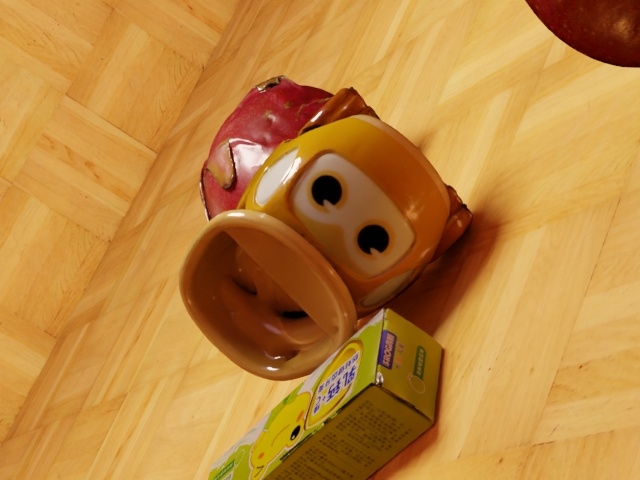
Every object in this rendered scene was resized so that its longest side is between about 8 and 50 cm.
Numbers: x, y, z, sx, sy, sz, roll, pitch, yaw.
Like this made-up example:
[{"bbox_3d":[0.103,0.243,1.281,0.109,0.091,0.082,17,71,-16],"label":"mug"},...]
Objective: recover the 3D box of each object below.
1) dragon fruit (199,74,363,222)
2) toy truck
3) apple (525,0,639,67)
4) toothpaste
[{"bbox_3d":[-0.031,-0.081,1.781,0.250,0.250,0.315,-39,5,45],"label":"dragon fruit"},{"bbox_3d":[0.000,0.000,1.512,0.211,0.204,0.288,-47,4,-41],"label":"toy truck"},{"bbox_3d":[0.284,-0.295,1.178,0.317,0.288,0.288,115,178,-59],"label":"apple"},{"bbox_3d":[-0.008,0.207,1.437,0.327,0.077,0.110,-45,19,34],"label":"toothpaste"}]
